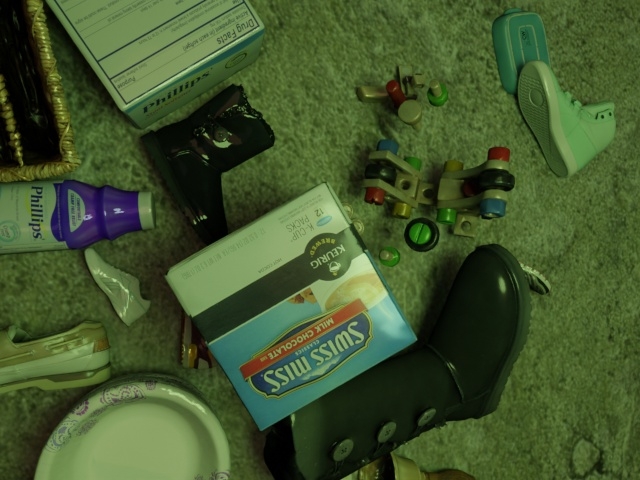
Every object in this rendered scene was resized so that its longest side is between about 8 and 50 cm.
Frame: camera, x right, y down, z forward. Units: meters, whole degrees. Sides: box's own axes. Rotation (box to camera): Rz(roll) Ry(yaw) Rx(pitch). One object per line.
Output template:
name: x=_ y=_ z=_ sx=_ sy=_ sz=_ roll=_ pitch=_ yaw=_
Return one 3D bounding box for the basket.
basket: x=-0.485 y=-0.231 z=0.664 sx=0.213 sy=0.223 sz=0.299 roll=-16 pitch=112 yaw=-29

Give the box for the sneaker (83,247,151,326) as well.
sneaker: x=-0.355 y=0.073 z=0.845 sx=0.061 sy=0.053 sz=0.152 roll=-35 pitch=102 yaw=-23

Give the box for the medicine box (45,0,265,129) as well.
medicine box: x=-0.282 y=-0.381 z=0.798 sx=0.263 sy=0.149 sz=0.289 roll=-35 pitch=98 yaw=-9

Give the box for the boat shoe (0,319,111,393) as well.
boat shoe: x=-0.504 y=0.189 z=0.787 sx=0.302 sy=0.113 sz=0.103 roll=-2 pitch=90 yaw=-23

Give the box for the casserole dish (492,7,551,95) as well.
casserole dish: x=0.423 y=-0.393 z=1.005 sx=0.114 sy=0.037 sz=0.188 roll=-12 pitch=93 yaw=-12

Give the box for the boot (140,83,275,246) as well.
boot: x=-0.166 y=-0.130 z=0.854 sx=0.207 sy=0.094 sz=0.246 roll=-30 pitch=91 yaw=-6

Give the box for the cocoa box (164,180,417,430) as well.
cocoa box: x=-0.035 y=0.074 z=0.738 sx=0.231 sy=0.347 sz=0.228 roll=-30 pitch=92 yaw=0

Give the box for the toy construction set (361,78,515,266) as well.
toy construction set: x=0.215 y=-0.125 z=0.914 sx=0.257 sy=0.237 sz=0.309 roll=-18 pitch=76 yaw=18

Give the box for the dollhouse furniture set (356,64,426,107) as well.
dollhouse furniture set: x=0.131 y=-0.315 z=0.929 sx=0.114 sy=0.091 sz=0.081 roll=0 pitch=76 yaw=-9

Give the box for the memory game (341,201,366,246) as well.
memory game: x=0.000 y=0.000 z=0.934 sx=0.186 sy=0.012 sz=0.186 roll=0 pitch=91 yaw=-13

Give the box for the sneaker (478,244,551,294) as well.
sneaker: x=0.386 y=0.077 z=0.993 sx=0.170 sy=0.063 sz=0.075 roll=29 pitch=85 yaw=-6

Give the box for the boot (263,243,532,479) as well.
boot: x=0.124 y=0.213 z=0.812 sx=0.445 sy=0.146 sz=0.367 roll=-10 pitch=114 yaw=-23

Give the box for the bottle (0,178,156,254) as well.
bottle: x=-0.423 y=-0.041 z=0.802 sx=0.282 sy=0.092 sz=0.118 roll=-4 pitch=86 yaw=-12

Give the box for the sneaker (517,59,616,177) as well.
sneaker: x=0.506 y=-0.274 z=0.987 sx=0.151 sy=0.094 sz=0.256 roll=-34 pitch=112 yaw=-4

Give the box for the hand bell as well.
hand bell: x=0.210 y=0.469 z=0.953 sx=0.242 sy=0.126 sz=0.126 roll=15 pitch=88 yaw=-23

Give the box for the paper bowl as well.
paper bowl: x=-0.299 y=0.362 z=0.799 sx=0.284 sy=0.148 sz=0.284 roll=1 pitch=87 yaw=-17

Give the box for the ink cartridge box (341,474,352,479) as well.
ink cartridge box: x=-0.002 y=0.396 z=0.915 sx=0.104 sy=0.061 sz=0.181 roll=-6 pitch=92 yaw=-12

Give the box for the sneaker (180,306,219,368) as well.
sneaker: x=-0.205 y=0.137 z=0.871 sx=0.083 sy=0.069 sz=0.186 roll=4 pitch=96 yaw=-21
